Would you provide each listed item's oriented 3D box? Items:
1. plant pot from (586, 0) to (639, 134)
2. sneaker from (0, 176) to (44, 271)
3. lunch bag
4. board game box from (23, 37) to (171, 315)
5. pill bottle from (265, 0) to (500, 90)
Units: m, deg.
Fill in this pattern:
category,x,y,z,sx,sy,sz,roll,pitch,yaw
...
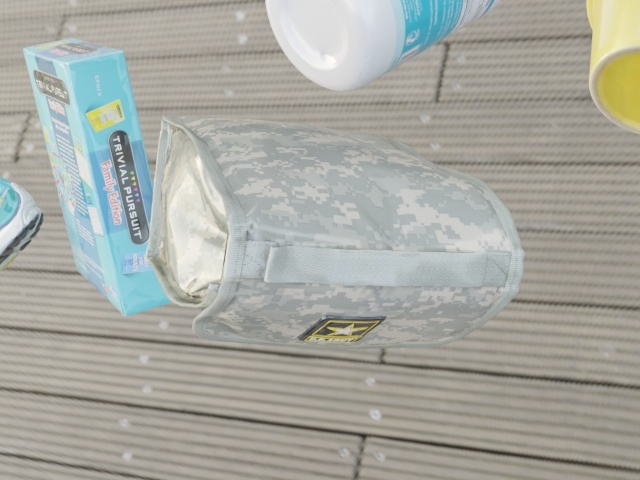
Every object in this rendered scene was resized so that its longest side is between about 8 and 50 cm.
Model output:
category,x,y,z,sx,sy,sz,roll,pitch,yaw
plant pot,0.467,-0.275,1.528,0.254,0.254,0.239,3,50,30
sneaker,-0.524,0.021,1.696,0.110,0.107,0.275,45,99,4
lunch bag,0.000,0.000,0.938,0.287,0.235,0.168,-142,58,-67
board game box,-0.300,-0.094,1.558,0.079,0.336,0.254,-17,20,-22
pill bottle,0.085,-0.258,1.110,0.146,0.146,0.264,28,48,35
